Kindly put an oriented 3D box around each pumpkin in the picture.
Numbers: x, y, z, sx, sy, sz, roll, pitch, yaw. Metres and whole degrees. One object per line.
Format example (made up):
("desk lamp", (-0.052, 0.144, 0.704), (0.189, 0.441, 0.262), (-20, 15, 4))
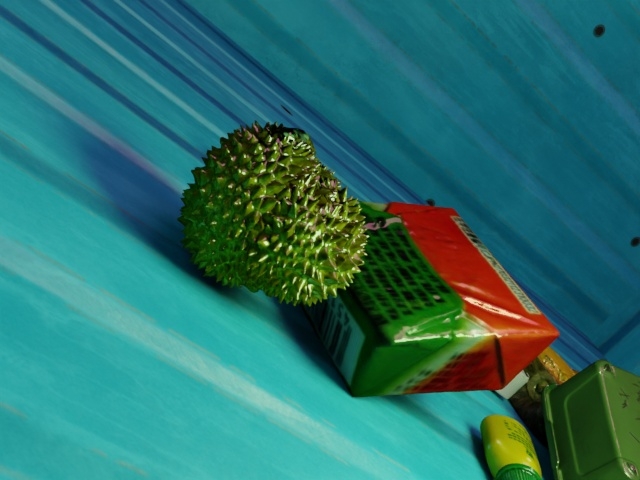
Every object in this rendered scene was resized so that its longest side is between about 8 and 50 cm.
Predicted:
("pumpkin", (0.549, 0.376, 2.000), (0.222, 0.139, 0.317), (30, 17, -37))

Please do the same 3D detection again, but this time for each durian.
("durian", (-0.077, -0.034, 1.209), (0.291, 0.225, 0.291), (43, 23, -24))

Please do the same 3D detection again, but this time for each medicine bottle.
("medicine bottle", (0.322, 0.383, 1.425), (0.111, 0.076, 0.309), (37, 13, -3))

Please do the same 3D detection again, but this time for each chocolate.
("chocolate", (0.141, 0.090, 1.394), (0.341, 0.161, 0.360), (4, 35, -31))

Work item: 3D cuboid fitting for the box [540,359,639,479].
("box", (0.586, 0.404, 1.686), (0.253, 0.178, 0.328), (21, 39, -16))

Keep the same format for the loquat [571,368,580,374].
("loquat", (0.609, 0.386, 2.172), (0.141, 0.141, 0.141), (41, 13, -12))

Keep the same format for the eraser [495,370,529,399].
("eraser", (0.327, 0.228, 1.916), (0.287, 0.086, 0.130), (39, 15, -21))
